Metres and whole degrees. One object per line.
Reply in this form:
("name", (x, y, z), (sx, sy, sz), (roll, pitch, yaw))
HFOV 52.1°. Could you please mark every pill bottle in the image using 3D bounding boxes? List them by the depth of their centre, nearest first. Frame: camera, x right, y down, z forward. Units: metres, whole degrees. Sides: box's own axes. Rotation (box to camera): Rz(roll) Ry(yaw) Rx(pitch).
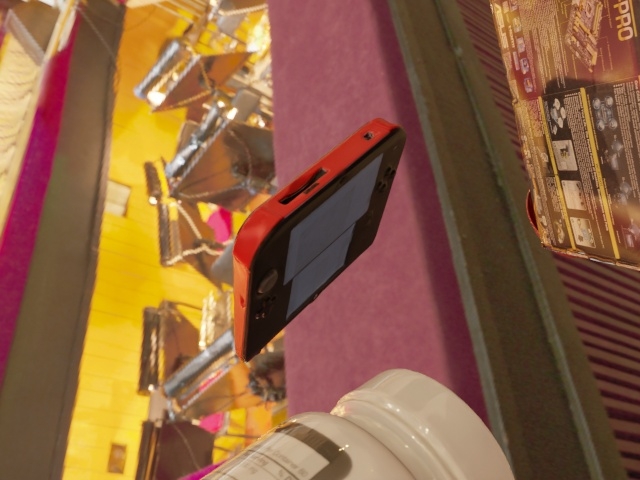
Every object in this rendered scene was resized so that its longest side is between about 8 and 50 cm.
("pill bottle", (-0.022, 0.205, 0.382), (0.161, 0.283, 0.161), (33, 137, 37))

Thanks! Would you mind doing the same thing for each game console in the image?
("game console", (0.000, 0.000, 1.094), (0.060, 0.386, 0.342), (33, 143, 22))

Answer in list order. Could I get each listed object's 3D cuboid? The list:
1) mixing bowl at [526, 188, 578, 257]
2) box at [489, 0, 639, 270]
("mixing bowl", (0.451, -0.037, 1.151), (0.098, 0.181, 0.181), (71, -163, -61))
("box", (0.363, -0.167, 0.847), (0.318, 0.097, 0.395), (-148, 43, -79))
